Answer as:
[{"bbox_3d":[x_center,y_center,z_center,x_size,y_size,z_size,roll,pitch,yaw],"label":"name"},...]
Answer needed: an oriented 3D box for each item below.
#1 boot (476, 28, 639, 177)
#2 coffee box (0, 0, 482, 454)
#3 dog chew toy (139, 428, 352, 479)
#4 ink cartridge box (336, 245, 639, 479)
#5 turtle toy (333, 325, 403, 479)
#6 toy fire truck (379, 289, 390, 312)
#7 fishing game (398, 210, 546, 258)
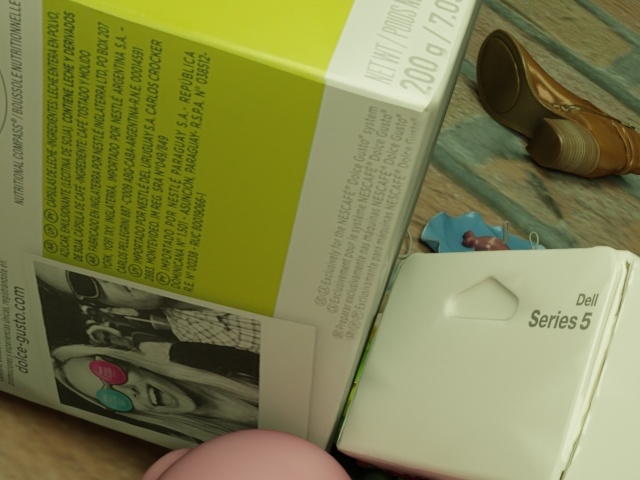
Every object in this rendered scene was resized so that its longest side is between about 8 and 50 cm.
[{"bbox_3d":[0.260,-0.140,1.589,0.152,0.073,0.197,3,50,-38],"label":"boot"},{"bbox_3d":[-0.089,-0.129,0.792,0.334,0.338,0.337,18,54,4],"label":"coffee box"},{"bbox_3d":[0.035,0.210,0.689,0.332,0.206,0.207,36,28,28],"label":"dog chew toy"},{"bbox_3d":[0.175,0.108,0.744,0.273,0.114,0.198,26,-13,-24],"label":"ink cartridge box"},{"bbox_3d":[0.041,0.116,0.970,0.130,0.066,0.095,34,25,6],"label":"turtle toy"},{"bbox_3d":[0.000,0.000,1.031,0.246,0.158,0.217,42,30,15],"label":"toy fire truck"},{"bbox_3d":[0.172,0.026,1.268,0.264,0.041,0.189,24,26,-10],"label":"fishing game"}]
